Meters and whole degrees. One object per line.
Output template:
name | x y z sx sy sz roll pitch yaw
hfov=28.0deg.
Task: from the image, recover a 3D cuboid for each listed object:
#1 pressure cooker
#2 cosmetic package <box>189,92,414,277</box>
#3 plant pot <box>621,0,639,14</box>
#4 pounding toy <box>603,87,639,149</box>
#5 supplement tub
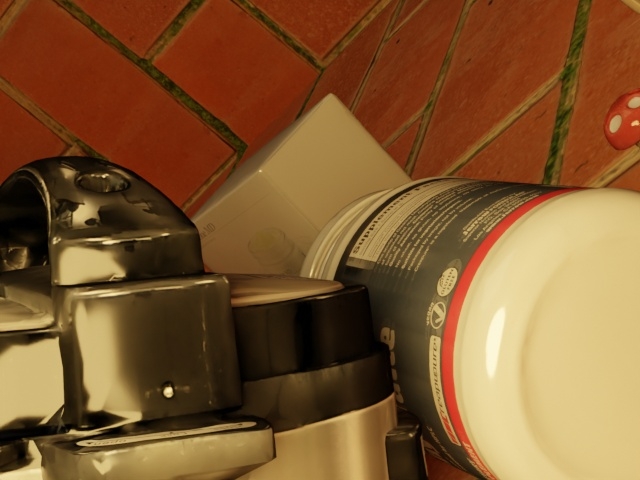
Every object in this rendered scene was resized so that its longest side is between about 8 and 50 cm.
pressure cooker | -0.128 0.164 0.704 0.369 0.420 0.375 -6 -1 24
cosmetic package | 0.000 0.000 1.362 0.138 0.225 0.224 -48 8 -32
plant pot | 0.372 -0.331 1.077 0.229 0.263 0.263 -38 2 -38
pounding toy | 0.289 -0.090 0.905 0.183 0.110 0.237 -53 12 -9
supplement tub | 0.114 0.055 0.830 0.191 0.191 0.272 -53 23 -12
